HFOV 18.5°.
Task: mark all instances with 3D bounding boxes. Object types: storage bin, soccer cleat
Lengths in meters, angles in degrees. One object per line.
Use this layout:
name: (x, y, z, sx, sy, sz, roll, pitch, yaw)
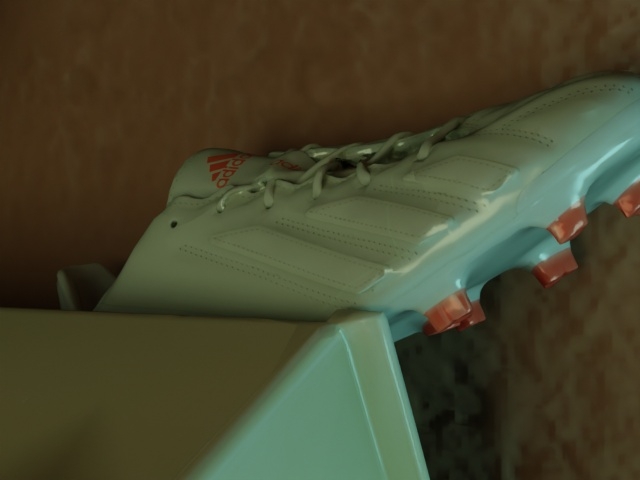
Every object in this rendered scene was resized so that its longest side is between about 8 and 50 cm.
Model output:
storage bin: (-0.093, 0.149, 0.525, 0.262, 0.123, 0.260, 1, 119, 31)
soccer cleat: (0.000, 0.000, 0.501, 0.196, 0.068, 0.076, -33, 80, 35)
